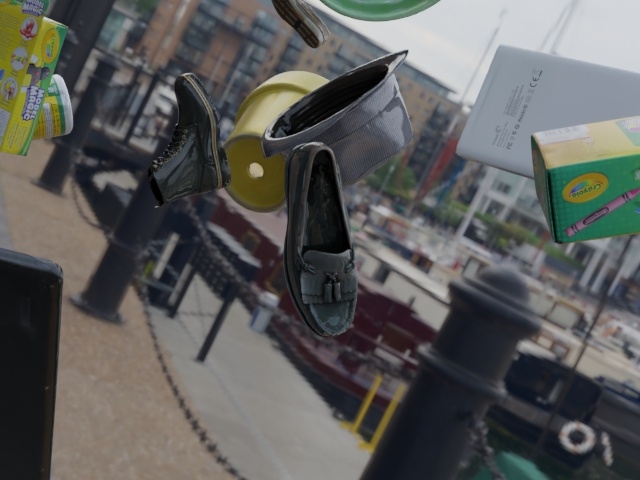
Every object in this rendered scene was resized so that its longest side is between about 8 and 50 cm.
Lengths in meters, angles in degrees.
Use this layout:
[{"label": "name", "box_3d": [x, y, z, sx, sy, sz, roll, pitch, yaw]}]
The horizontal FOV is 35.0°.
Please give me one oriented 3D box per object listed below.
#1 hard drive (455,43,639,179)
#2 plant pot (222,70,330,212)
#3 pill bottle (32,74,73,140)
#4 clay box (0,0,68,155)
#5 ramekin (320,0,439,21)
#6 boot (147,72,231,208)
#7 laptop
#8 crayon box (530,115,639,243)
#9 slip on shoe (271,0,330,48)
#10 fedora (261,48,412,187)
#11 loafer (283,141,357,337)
[{"label": "hard drive", "box_3d": [0.384, -0.191, 1.625, 0.307, 0.203, 0.040, 22, -1, 38]}, {"label": "plant pot", "box_3d": [-0.077, -0.176, 1.975, 0.254, 0.254, 0.239, 27, 34, 10]}, {"label": "pill bottle", "box_3d": [-0.577, -0.238, 1.888, 0.208, 0.117, 0.117, -13, 22, -22]}, {"label": "clay box", "box_3d": [-0.434, -0.244, 1.424, 0.127, 0.222, 0.053, 27, 10, 32]}, {"label": "ramekin", "box_3d": [0.094, -0.517, 1.612, 0.303, 0.303, 0.148, 24, 31, -28]}, {"label": "boot", "box_3d": [-0.232, -0.159, 1.640, 0.137, 0.198, 0.077, -25, 14, -29]}, {"label": "laptop", "box_3d": [-0.395, 0.024, 0.870, 0.408, 0.382, 0.236, 14, 45, -4]}, {"label": "crayon box", "box_3d": [0.361, -0.076, 1.021, 0.278, 0.081, 0.165, -8, 17, 9]}, {"label": "slip on shoe", "box_3d": [-0.035, -0.403, 1.799, 0.135, 0.041, 0.051, 48, -33, -1]}, {"label": "fedora", "box_3d": [0.043, -0.165, 1.523, 0.275, 0.244, 0.124, -18, -66, 39]}, {"label": "loafer", "box_3d": [0.000, 0.000, 1.355, 0.096, 0.267, 0.084, -8, 1, -15]}]
